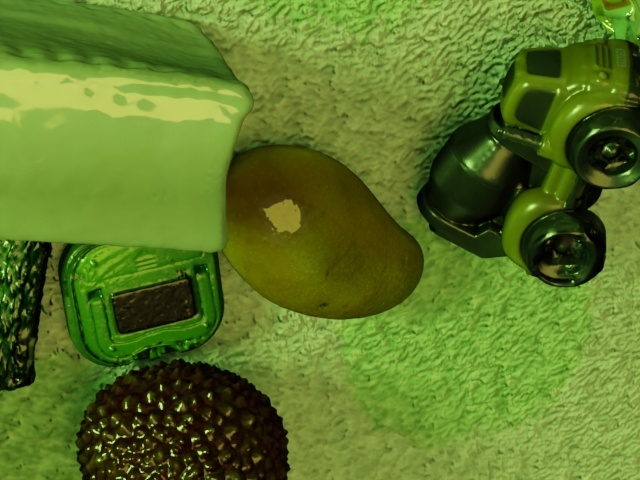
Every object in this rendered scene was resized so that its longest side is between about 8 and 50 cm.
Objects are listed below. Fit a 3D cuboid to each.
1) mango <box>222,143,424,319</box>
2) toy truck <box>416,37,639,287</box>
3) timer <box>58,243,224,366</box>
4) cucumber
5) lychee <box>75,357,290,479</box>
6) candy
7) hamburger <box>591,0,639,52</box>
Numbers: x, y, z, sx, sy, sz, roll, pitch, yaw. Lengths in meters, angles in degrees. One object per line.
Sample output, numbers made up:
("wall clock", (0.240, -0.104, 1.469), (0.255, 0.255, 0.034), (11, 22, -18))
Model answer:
("mango", (0.000, 0.000, 1.183), (0.227, 0.099, 0.136), (29, 90, -33))
("toy truck", (0.189, -0.078, 1.172), (0.165, 0.147, 0.224), (16, 130, -3))
("timer", (-0.154, 0.044, 1.168), (0.140, 0.047, 0.128), (-12, 112, -15))
("cucumber", (-0.256, 0.035, 1.127), (0.058, 0.058, 0.187), (7, 105, -21))
("lychee", (-0.120, 0.186, 1.144), (0.188, 0.188, 0.188), (-6, 110, -17))
("candy", (-0.241, -0.095, 1.008), (0.358, 0.208, 0.145), (3, 113, -21))
("hamburger", (0.334, -0.221, 1.208), (0.214, 0.125, 0.235), (8, 115, -10))
